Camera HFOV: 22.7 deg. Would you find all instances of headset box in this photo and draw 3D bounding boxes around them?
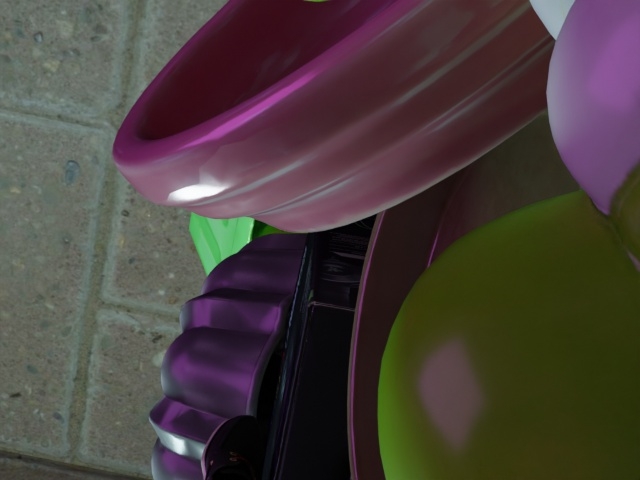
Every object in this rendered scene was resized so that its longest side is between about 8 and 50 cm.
[{"bbox_3d":[0.034,0.130,1.109,0.283,0.131,0.246,-88,9,-74],"label":"headset box"}]

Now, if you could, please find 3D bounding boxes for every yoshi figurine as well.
[{"bbox_3d":[0.081,-0.038,0.411,0.362,0.204,0.203,-85,-9,-52],"label":"yoshi figurine"}]

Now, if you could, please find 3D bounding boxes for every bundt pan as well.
[{"bbox_3d":[-0.043,0.144,1.412,0.331,0.124,0.330,10,-90,-66],"label":"bundt pan"}]

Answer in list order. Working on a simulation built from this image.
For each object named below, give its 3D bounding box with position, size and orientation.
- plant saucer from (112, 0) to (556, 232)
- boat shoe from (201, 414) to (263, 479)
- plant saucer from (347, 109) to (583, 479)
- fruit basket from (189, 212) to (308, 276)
[{"bbox_3d":[0.053,-0.114,0.747,0.332,0.084,0.332,-35,16,12],"label":"plant saucer"},{"bbox_3d":[-0.060,0.170,1.105,0.042,0.049,0.133,-42,20,37],"label":"boat shoe"},{"bbox_3d":[0.080,0.049,0.772,0.278,0.041,0.277,-172,90,-71],"label":"plant saucer"},{"bbox_3d":[0.000,0.000,1.944,0.392,0.283,0.392,40,144,39],"label":"fruit basket"}]
